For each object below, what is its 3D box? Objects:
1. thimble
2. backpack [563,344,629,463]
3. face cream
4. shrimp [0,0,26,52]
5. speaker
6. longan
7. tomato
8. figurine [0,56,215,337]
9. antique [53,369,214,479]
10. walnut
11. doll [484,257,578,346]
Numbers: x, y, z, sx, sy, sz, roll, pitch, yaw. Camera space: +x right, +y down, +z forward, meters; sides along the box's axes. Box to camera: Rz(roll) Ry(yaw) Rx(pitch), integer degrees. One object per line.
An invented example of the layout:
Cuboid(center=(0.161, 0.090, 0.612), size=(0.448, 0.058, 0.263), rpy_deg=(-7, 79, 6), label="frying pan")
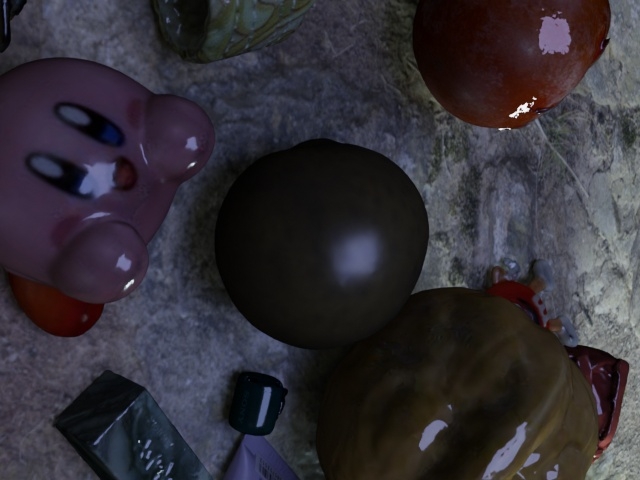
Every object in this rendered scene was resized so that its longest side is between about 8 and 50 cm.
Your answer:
Cuboid(center=(-0.094, -0.292, 1.051), size=(0.143, 0.137, 0.190), rpy_deg=(-23, 139, -33), label="thimble")
Cuboid(center=(0.431, 0.287, 1.660), size=(0.229, 0.139, 0.229), rpy_deg=(-4, 96, -44), label="backpack")
Cuboid(center=(-0.110, 0.389, 1.223), size=(0.154, 0.096, 0.274), rpy_deg=(53, 50, -32), label="face cream")
Cuboid(center=(-0.357, -0.292, 0.880), size=(0.173, 0.058, 0.253), rpy_deg=(-16, 106, -32), label="shrimp")
Cuboid(center=(-0.070, 0.209, 1.234), size=(0.094, 0.060, 0.075), rpy_deg=(14, 90, -44), label="speaker")
Cuboid(center=(0.000, 0.000, 1.137), size=(0.258, 0.258, 0.258), rpy_deg=(-10, 104, -42), label="longan")
Cuboid(center=(0.246, -0.286, 1.307), size=(0.265, 0.265, 0.265), rpy_deg=(-10, 104, -42), label="tomato")
Cuboid(center=(-0.246, -0.061, 0.934), size=(0.211, 0.261, 0.270), rpy_deg=(31, 76, -14), label="figurine")
Cuboid(center=(-0.204, 0.246, 1.098), size=(0.088, 0.086, 0.183), rpy_deg=(-46, 126, -26), label="antique")
Cuboid(center=(0.175, 0.247, 1.304), size=(0.383, 0.383, 0.384), rpy_deg=(-10, 104, -42), label="walnut")
Cuboid(center=(0.323, 0.117, 1.561), size=(0.217, 0.085, 0.183), rpy_deg=(-12, 79, -38), label="doll")
